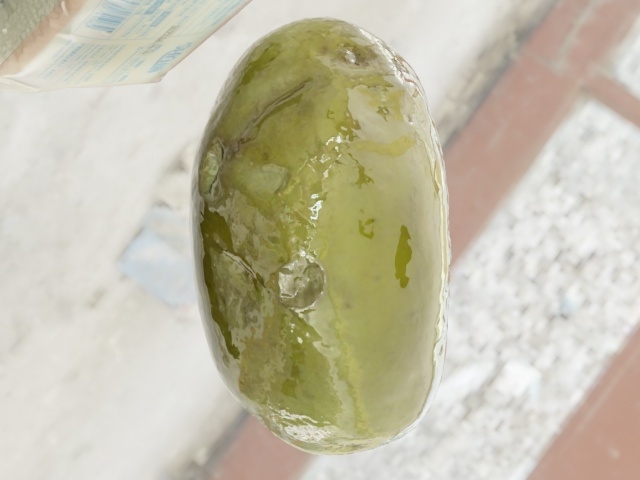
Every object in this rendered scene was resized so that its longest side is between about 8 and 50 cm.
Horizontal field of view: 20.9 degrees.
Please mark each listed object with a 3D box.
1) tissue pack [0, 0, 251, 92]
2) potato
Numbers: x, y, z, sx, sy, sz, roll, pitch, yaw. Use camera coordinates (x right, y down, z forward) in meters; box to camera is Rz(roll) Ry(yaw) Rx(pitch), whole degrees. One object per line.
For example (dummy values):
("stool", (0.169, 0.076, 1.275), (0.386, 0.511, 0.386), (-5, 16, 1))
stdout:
("tissue pack", (-0.055, -0.087, 0.506), (0.074, 0.059, 0.094), (-6, 161, -42))
("potato", (0.000, 0.000, 0.984), (0.197, 0.148, 0.228), (-86, 178, -47))
